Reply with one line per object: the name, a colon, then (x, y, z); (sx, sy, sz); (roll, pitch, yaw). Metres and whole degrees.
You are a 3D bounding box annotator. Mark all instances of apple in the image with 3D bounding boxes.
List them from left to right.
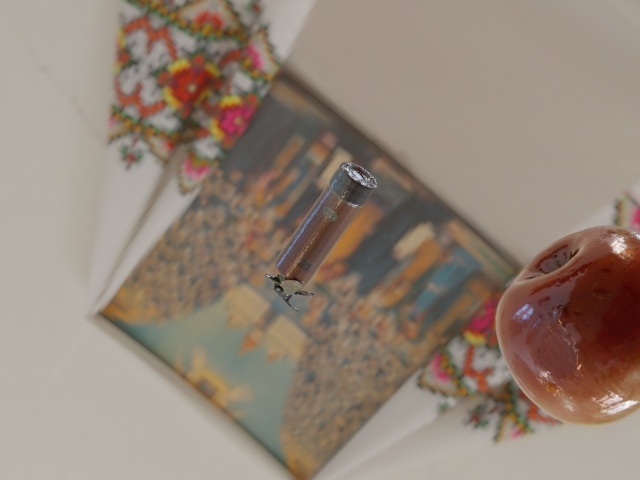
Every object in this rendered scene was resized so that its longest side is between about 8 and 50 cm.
apple: (0.218, 0.064, 1.370); (0.139, 0.163, 0.163); (50, -141, 0)

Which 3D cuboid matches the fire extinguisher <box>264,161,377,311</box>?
fire extinguisher: (0.000, 0.000, 0.877); (0.028, 0.083, 0.022); (28, -156, -14)
